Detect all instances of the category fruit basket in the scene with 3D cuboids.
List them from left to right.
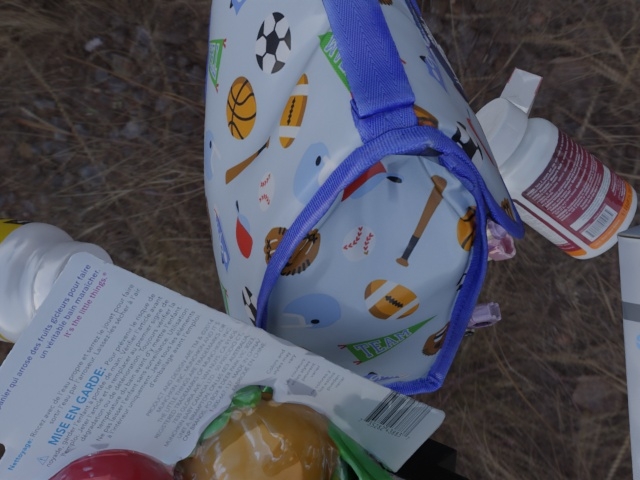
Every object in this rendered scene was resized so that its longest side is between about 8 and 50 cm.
[{"bbox_3d":[-0.115,0.199,0.648,0.353,0.165,0.327,29,100,-31],"label":"fruit basket"}]

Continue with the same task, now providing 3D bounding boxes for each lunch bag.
[{"bbox_3d":[0.017,-0.074,0.771,0.239,0.385,0.327,-9,55,-10],"label":"lunch bag"}]

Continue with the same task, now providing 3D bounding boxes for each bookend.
[{"bbox_3d":[0.198,0.415,1.497,0.156,0.157,0.072,16,113,36],"label":"bookend"}]

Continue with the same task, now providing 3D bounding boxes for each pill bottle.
[{"bbox_3d":[-0.490,0.059,1.346,0.334,0.188,0.187,6,98,26],"label":"pill bottle"},{"bbox_3d":[0.287,-0.080,1.119,0.221,0.121,0.121,34,100,-16],"label":"pill bottle"}]

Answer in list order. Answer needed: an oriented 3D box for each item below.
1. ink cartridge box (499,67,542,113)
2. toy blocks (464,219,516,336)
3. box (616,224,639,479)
[{"bbox_3d":[0.407,-0.255,1.876,0.067,0.115,0.198,23,143,11],"label":"ink cartridge box"},{"bbox_3d":[0.315,0.015,1.825,0.260,0.289,0.308,-23,66,38],"label":"toy blocks"},{"bbox_3d":[0.267,0.070,0.593,0.145,0.038,0.186,-15,105,-31],"label":"box"}]
